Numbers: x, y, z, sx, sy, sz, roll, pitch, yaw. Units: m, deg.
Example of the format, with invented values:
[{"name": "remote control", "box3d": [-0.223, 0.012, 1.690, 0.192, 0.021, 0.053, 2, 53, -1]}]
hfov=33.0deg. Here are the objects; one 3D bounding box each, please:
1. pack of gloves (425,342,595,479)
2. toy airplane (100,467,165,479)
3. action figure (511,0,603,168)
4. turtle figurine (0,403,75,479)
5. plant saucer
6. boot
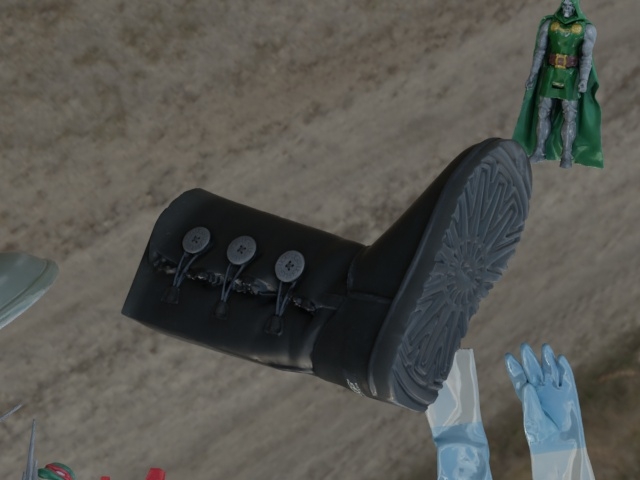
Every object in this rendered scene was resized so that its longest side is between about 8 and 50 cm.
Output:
[{"name": "pack of gloves", "box3d": [0.219, 0.242, 1.302, 0.195, 0.232, 0.046, -12, -177, 19]}, {"name": "toy airplane", "box3d": [-0.303, 0.423, 1.731, 0.151, 0.151, 0.028, -54, 171, 15]}, {"name": "action figure", "box3d": [0.324, -0.216, 1.454, 0.063, 0.137, 0.232, -32, 128, -61]}, {"name": "turtle figurine", "box3d": [-0.272, 0.244, 0.896, 0.118, 0.175, 0.234, 56, 47, -27]}, {"name": "plant saucer", "box3d": [-0.619, 0.107, 1.733, 0.400, 0.400, 0.100, -32, 107, -19]}, {"name": "boot", "box3d": [-0.001, 0.001, 1.359, 0.367, 0.445, 0.146, -57, 134, -24]}]
